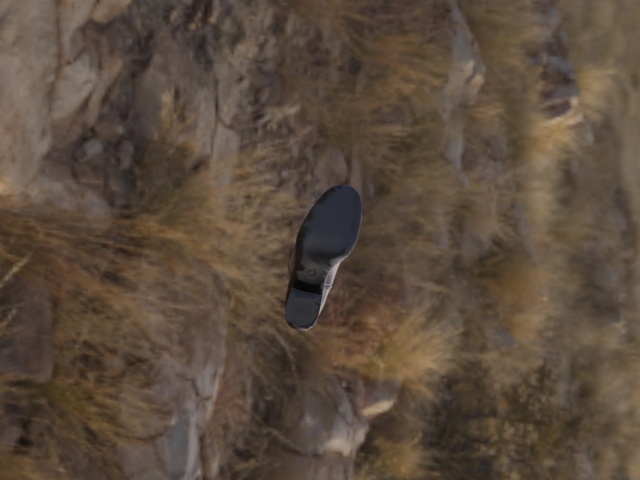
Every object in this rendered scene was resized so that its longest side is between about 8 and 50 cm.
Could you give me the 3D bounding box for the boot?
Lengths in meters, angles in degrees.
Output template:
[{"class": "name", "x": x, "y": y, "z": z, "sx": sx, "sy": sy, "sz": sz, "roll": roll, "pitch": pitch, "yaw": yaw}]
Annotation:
[{"class": "boot", "x": 0.000, "y": 0.000, "z": 0.660, "sx": 0.114, "sy": 0.037, "sz": 0.106, "roll": -80, "pitch": -167, "yaw": -76}]
